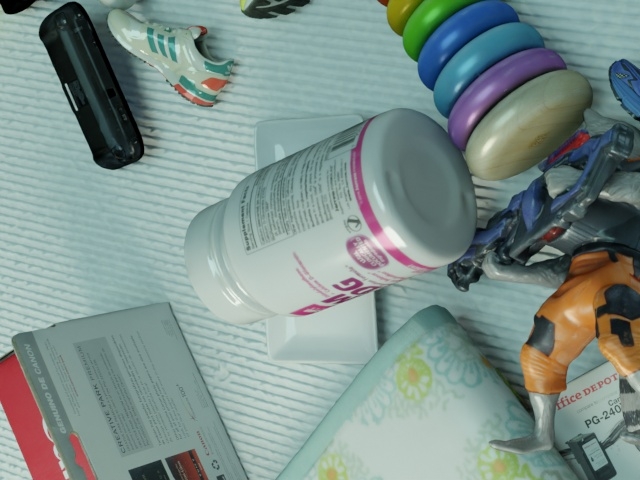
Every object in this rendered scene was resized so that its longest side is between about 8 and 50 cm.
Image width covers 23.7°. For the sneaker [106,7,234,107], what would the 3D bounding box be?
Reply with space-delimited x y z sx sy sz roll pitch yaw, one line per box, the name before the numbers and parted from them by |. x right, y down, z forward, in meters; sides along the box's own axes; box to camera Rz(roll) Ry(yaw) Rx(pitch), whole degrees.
sneaker | -0.166 -0.226 1.737 0.161 0.057 0.075 41 109 8

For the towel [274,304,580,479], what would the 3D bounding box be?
towel | 0.107 0.302 1.575 0.320 0.090 0.374 52 124 25

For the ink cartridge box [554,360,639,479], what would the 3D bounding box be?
ink cartridge box | 0.291 0.195 1.484 0.109 0.063 0.150 -34 77 30

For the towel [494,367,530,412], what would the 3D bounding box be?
towel | 0.174 0.179 1.590 0.060 0.009 0.083 49 117 20

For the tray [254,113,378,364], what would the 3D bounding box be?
tray | 0.000 0.000 1.673 0.145 0.030 0.270 -1 94 34

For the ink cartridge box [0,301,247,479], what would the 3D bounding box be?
ink cartridge box | -0.232 0.244 1.701 0.130 0.272 0.309 -32 77 31

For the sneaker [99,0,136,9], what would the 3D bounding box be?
sneaker | -0.175 -0.387 1.708 0.129 0.111 0.297 30 114 13

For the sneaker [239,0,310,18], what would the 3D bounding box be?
sneaker | -0.025 -0.331 1.637 0.208 0.081 0.094 -51 61 18

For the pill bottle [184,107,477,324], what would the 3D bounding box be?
pill bottle | 0.004 -0.014 1.549 0.283 0.160 0.160 -22 83 39

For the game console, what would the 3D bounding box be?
game console | -0.308 -0.251 1.800 0.213 0.044 0.361 -12 102 63

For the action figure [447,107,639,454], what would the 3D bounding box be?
action figure | 0.246 0.041 1.434 0.341 0.178 0.330 145 137 -68

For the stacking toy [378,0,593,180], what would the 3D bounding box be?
stacking toy | 0.121 -0.222 1.520 0.141 0.141 0.330 -46 67 27

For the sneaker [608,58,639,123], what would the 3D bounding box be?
sneaker | 0.367 -0.116 1.408 0.221 0.083 0.087 31 97 21
